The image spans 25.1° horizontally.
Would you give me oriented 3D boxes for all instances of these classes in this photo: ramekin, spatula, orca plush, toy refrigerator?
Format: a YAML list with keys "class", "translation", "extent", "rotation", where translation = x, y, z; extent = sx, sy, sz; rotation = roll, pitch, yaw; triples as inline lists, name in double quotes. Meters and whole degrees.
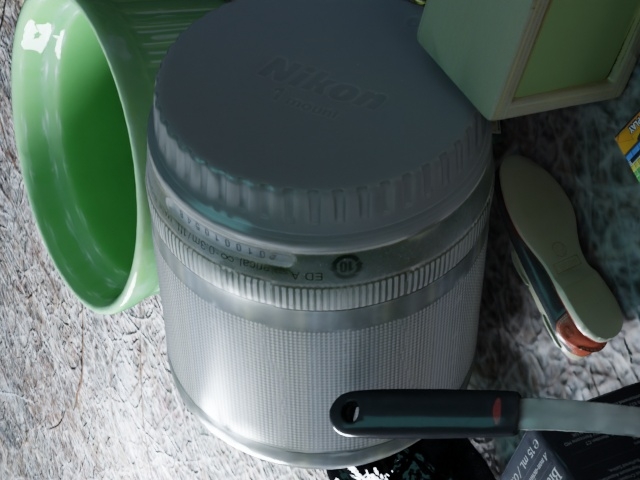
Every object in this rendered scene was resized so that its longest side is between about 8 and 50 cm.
- class: "ramekin"
  translation: [-0.161, -0.095, 1.315]
  extent: [0.303, 0.148, 0.303]
  rotation: [32, 128, 52]
- class: "spatula"
  translation: [0.139, 0.101, 0.823]
  extent: [0.296, 0.030, 0.084]
  rotation: [-1, 72, 24]
- class: "orca plush"
  translation: [0.030, 0.159, 1.086]
  extent: [0.287, 0.102, 0.151]
  rotation: [55, 127, 37]
- class: "toy refrigerator"
  translation: [0.147, -0.197, 0.769]
  extent: [0.094, 0.102, 0.269]
  rotation: [54, 143, 36]

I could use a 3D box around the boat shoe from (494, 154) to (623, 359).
- class: "boat shoe"
  translation: [0.145, 0.011, 0.917]
  extent: [0.137, 0.049, 0.043]
  rotation: [64, 151, 15]

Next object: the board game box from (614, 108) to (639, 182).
- class: "board game box"
  translation: [0.237, -0.044, 0.724]
  extent: [0.141, 0.048, 0.170]
  rotation: [66, 150, 22]

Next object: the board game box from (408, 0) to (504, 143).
- class: "board game box"
  translation: [0.059, -0.189, 1.009]
  extent: [0.136, 0.030, 0.259]
  rotation: [0, 101, 63]

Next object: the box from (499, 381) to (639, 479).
- class: "box"
  translation: [0.181, 0.201, 0.879]
  extent: [0.158, 0.093, 0.156]
  rotation: [55, 144, 33]

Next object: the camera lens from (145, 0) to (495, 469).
- class: "camera lens"
  translation: [0.000, 0.000, 0.948]
  extent: [0.219, 0.219, 0.274]
  rotation: [53, 155, 38]
